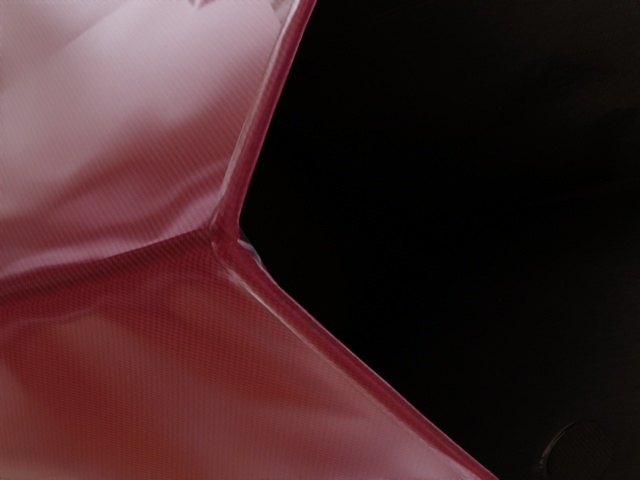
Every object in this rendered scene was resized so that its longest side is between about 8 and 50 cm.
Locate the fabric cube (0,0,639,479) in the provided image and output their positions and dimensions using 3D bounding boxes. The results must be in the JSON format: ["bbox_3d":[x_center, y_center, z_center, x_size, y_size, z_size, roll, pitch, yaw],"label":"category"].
[{"bbox_3d":[0.000,0.000,0.662,0.259,0.258,0.254,44,-129,-30],"label":"fabric cube"}]
